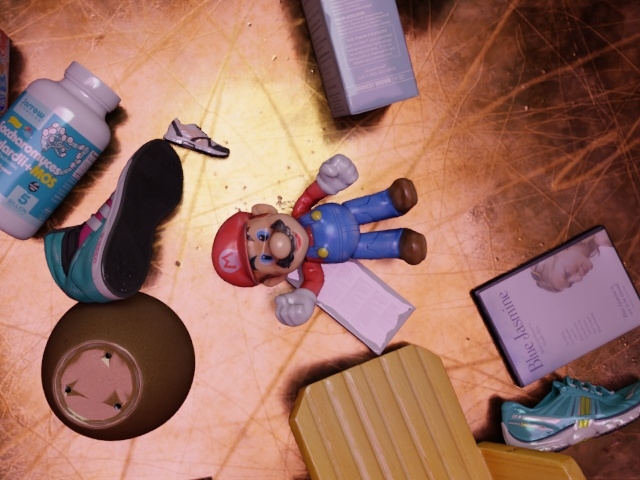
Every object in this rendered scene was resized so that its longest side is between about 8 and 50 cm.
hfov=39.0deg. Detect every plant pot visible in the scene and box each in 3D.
[{"bbox_3d":[-0.305,0.194,1.308,0.237,0.254,0.237,0,89,-6],"label":"plant pot"}]

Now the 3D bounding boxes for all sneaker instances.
[{"bbox_3d":[-0.193,-0.163,1.437,0.109,0.040,0.044,20,83,-6],"label":"sneaker"},{"bbox_3d":[0.423,0.268,1.460,0.275,0.107,0.110,-16,73,-11],"label":"sneaker"},{"bbox_3d":[-0.323,-0.020,1.383,0.124,0.178,0.295,48,41,-34],"label":"sneaker"}]

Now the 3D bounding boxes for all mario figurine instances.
[{"bbox_3d":[0.000,0.000,1.322,0.320,0.170,0.198,-12,54,-13],"label":"mario figurine"}]

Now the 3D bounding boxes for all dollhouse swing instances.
[{"bbox_3d":[0.175,0.326,1.290,0.347,0.315,0.305,-16,94,-33],"label":"dollhouse swing"}]

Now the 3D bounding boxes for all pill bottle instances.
[{"bbox_3d":[-0.419,-0.141,1.360,0.146,0.146,0.264,38,85,-4],"label":"pill bottle"}]

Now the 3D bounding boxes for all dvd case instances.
[{"bbox_3d":[0.400,0.108,1.499,0.253,0.022,0.180,-27,91,-6],"label":"dvd case"}]

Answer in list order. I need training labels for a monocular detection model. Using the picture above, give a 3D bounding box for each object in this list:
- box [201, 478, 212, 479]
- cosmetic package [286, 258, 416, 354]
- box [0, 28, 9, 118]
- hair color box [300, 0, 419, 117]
[{"bbox_3d":[-0.198,0.425,1.428,0.067,0.018,0.083,-8,89,-6],"label":"box"},{"bbox_3d":[0.028,0.069,1.442,0.239,0.060,0.099,40,86,-3],"label":"cosmetic package"},{"bbox_3d":[-0.631,-0.252,1.343,0.300,0.142,0.154,1,89,-6],"label":"box"},{"bbox_3d":[0.034,-0.382,1.372,0.113,0.185,0.374,-17,98,-6],"label":"hair color box"}]
